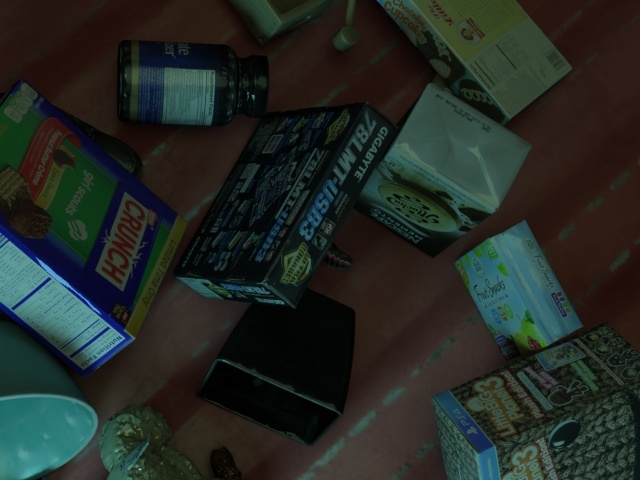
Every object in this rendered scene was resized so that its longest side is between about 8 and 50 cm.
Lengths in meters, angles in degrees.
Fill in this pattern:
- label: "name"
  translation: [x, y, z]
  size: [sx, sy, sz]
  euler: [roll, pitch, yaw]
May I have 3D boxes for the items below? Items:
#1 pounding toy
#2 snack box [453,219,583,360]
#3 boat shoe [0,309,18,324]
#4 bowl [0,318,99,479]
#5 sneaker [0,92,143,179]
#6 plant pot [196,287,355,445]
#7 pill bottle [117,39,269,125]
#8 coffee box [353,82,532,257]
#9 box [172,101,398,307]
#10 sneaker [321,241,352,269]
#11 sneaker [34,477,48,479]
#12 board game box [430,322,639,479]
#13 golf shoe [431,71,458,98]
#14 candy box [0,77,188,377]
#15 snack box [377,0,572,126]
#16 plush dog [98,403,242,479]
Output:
- label: "pounding toy"
  translation: [-0.024, -0.366, 2.053]
  size: [0.181, 0.094, 0.206]
  euler: [-34, 88, -30]
- label: "snack box"
  translation: [0.284, 0.076, 1.959]
  size: [0.070, 0.207, 0.175]
  euler: [-26, 85, -14]
- label: "boat shoe"
  translation: [-0.530, 0.124, 1.855]
  size: [0.307, 0.104, 0.111]
  euler: [-15, 51, 10]
- label: "bowl"
  translation: [-0.467, 0.213, 1.781]
  size: [0.311, 0.311, 0.163]
  euler: [-17, 63, -12]
- label: "sneaker"
  translation: [-0.386, -0.142, 1.940]
  size: [0.267, 0.106, 0.101]
  euler: [19, 75, -7]
- label: "plant pot"
  translation: [-0.048, 0.162, 1.907]
  size: [0.187, 0.188, 0.167]
  euler: [24, 65, -4]
- label: "pill bottle"
  translation: [-0.189, -0.231, 1.981]
  size: [0.219, 0.123, 0.123]
  euler: [1, 79, -10]
- label: "coffee box"
  translation: [0.162, -0.093, 1.925]
  size: [0.168, 0.297, 0.119]
  euler: [31, 73, -3]
- label: "box"
  translation: [-0.057, -0.052, 1.882]
  size: [0.073, 0.293, 0.296]
  euler: [36, 73, -27]
- label: "sneaker"
  translation: [0.000, 0.000, 2.013]
  size: [0.119, 0.047, 0.057]
  euler: [29, 64, -5]
- label: "sneaker"
  translation: [-0.471, 0.393, 1.833]
  size: [0.232, 0.081, 0.090]
  euler: [-41, 95, -13]
- label: "board game box"
  translation: [0.329, 0.291, 1.903]
  size: [0.291, 0.141, 0.232]
  euler: [-22, 124, -13]
- label: "golf shoe"
  translation: [0.193, -0.208, 2.062]
  size: [0.069, 0.086, 0.176]
  euler: [24, 75, -3]
- label: "candy box"
  translation: [-0.358, -0.019, 1.804]
  size: [0.317, 0.122, 0.268]
  euler: [44, 33, -20]
- label: "snack box"
  translation: [0.226, -0.336, 2.074]
  size: [0.322, 0.060, 0.187]
  euler: [51, 53, 2]
- label: "plush dog"
  translation: [-0.198, 0.378, 1.845]
  size: [0.225, 0.210, 0.263]
  euler: [25, 76, -32]
